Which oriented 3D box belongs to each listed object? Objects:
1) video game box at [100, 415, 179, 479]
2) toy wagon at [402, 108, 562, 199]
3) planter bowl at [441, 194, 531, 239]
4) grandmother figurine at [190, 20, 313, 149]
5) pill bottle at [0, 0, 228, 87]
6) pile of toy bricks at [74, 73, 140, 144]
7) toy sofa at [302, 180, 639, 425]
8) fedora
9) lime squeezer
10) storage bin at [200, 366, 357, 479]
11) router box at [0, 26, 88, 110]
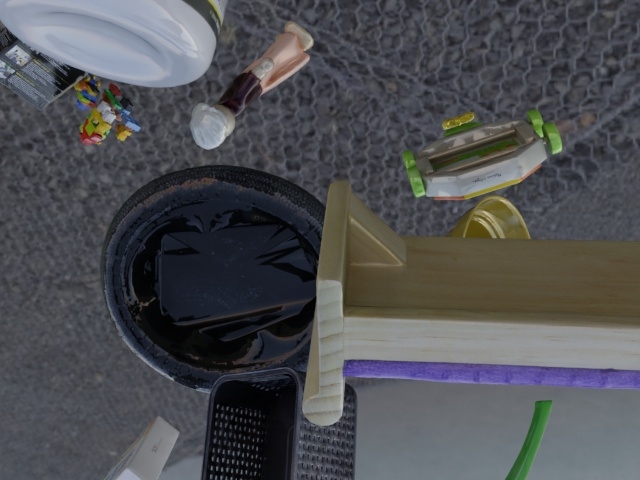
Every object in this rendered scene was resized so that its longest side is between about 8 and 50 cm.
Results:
[{"bbox_3d":[-0.273,0.338,1.055,0.048,0.187,0.205,43,-177,-5],"label":"video game box"},{"bbox_3d":[0.290,-0.170,1.517,0.267,0.344,0.068,-17,109,8],"label":"toy wagon"},{"bbox_3d":[0.210,0.048,1.116,0.090,0.217,0.217,-4,144,40],"label":"planter bowl"},{"bbox_3d":[-0.148,-0.321,1.700,0.104,0.342,0.208,39,155,-1],"label":"grandmother figurine"},{"bbox_3d":[-0.150,-0.322,0.708,0.188,0.333,0.188,12,169,2],"label":"pill bottle"},{"bbox_3d":[-0.433,-0.237,1.573,0.105,0.212,0.118,-49,138,13],"label":"pile of toy bricks"},{"bbox_3d":[0.173,0.068,0.575,0.363,0.150,0.177,2,120,3],"label":"toy sofa"},{"bbox_3d":[-0.110,0.042,1.066,0.334,0.152,0.333,3,103,11],"label":"fedora"},{"bbox_3d":[0.215,0.327,0.851,0.110,0.310,0.059,11,158,-42],"label":"lime squeezer"},{"bbox_3d":[-0.040,0.217,0.749,0.122,0.180,0.084,-15,152,40],"label":"storage bin"},{"bbox_3d":[-0.519,-0.326,1.477,0.133,0.046,0.179,-37,158,3],"label":"router box"}]
